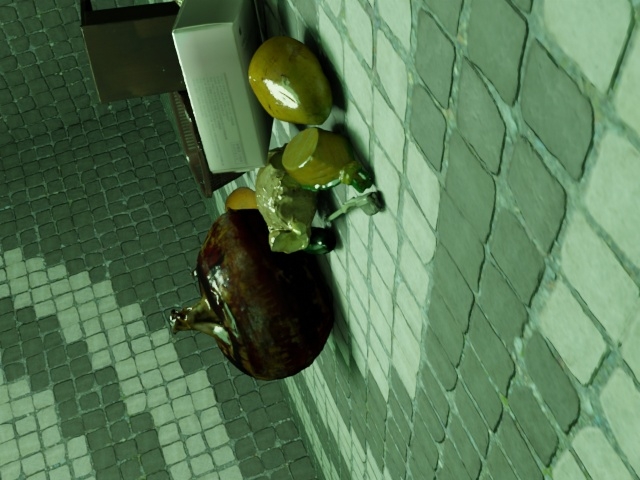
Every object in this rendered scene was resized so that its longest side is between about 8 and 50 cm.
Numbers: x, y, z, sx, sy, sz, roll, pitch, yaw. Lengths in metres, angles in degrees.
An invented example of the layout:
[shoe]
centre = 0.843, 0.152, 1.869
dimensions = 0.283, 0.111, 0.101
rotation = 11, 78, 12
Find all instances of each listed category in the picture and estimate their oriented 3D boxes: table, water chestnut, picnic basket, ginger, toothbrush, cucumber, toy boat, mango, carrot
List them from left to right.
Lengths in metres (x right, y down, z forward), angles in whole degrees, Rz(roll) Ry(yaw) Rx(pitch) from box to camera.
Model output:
[table]
centre = -0.401, -0.483, 1.800
dimensions = 0.196, 0.250, 0.282
rotation = 88, 168, -46
[picnic basket]
centre = -0.265, -0.266, 1.925
dimensions = 0.297, 0.129, 0.222
rotation = 82, 163, -44
[water chestnut]
centre = -0.148, 0.110, 1.551
dimensions = 0.350, 0.302, 0.350
rotation = 60, 166, 26
[carrot]
centre = -0.186, -0.049, 2.007
dimensions = 0.263, 0.102, 0.102
rotation = 98, 151, -73
[ginger]
centre = -0.055, -0.068, 1.297
dimensions = 0.216, 0.102, 0.157
rotation = -108, 21, -56
[mango]
centre = -0.040, -0.211, 1.058
dimensions = 0.165, 0.089, 0.115
rotation = -142, 33, -65
[cucumber]
centre = 0.000, 0.000, 1.324
dimensions = 0.105, 0.048, 0.048
rotation = -179, 70, -75
[toy boat]
centre = 0.004, -0.104, 1.089
dimensions = 0.088, 0.089, 0.229
rotation = 33, 180, -18
[toothbrush]
centre = 0.037, -0.044, 1.127
dimensions = 0.028, 0.026, 0.294
rotation = 57, 170, -6

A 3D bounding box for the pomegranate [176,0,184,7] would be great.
[pomegranate]
centre = -0.321, -0.570, 1.569
dimensions = 0.302, 0.236, 0.236
rotation = 39, -178, -24

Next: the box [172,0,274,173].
[box]
centre = -0.147, -0.266, 1.274
dimensions = 0.203, 0.106, 0.252
rotation = -85, -13, -52
